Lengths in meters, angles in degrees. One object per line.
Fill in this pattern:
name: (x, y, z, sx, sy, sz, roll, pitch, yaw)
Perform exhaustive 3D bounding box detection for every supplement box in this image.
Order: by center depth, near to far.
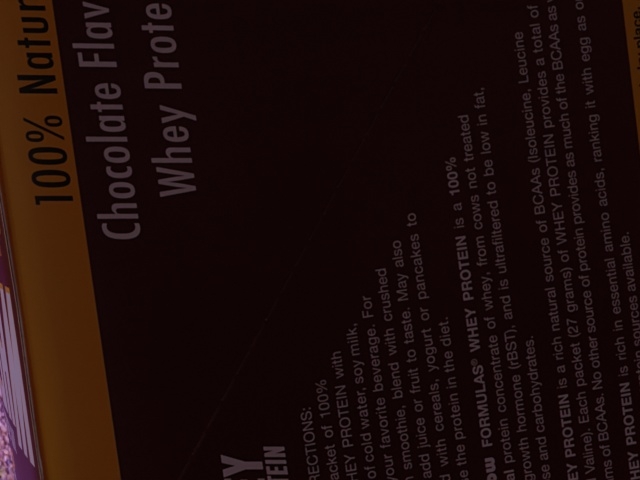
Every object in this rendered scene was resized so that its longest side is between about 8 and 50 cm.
supplement box: (0.000, 0.000, 0.572, 0.129, 0.194, 0.191, -167, 69, -76)
